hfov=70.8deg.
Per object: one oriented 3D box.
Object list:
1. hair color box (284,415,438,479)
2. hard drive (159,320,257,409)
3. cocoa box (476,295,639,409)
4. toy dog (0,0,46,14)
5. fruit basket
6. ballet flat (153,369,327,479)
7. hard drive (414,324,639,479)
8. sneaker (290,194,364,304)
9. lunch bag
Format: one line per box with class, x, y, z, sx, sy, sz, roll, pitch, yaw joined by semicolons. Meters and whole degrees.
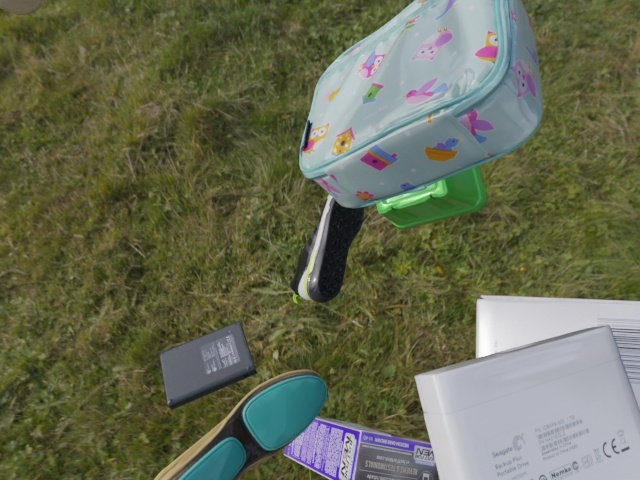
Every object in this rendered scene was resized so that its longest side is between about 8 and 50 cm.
hair color box;0.071;0.445;0.955;0.185;0.339;0.110;19;70;-21
hard drive;-0.176;0.190;0.697;0.135;0.022;0.094;-21;49;-9
cocoa box;0.350;0.265;0.624;0.231;0.228;0.347;-2;74;30
toy dog;-0.172;-0.296;0.211;0.161;0.333;0.220;9;19;27
fruit basket;0.248;-0.221;1.139;0.283;0.392;0.392;-15;58;33
ballet flat;-0.093;0.223;0.516;0.232;0.073;0.080;-29;94;-35
hard drive;0.234;0.275;0.410;0.233;0.047;0.353;-7;76;-23
sneaker;0.000;0.000;0.800;0.097;0.084;0.234;-2;61;46
lunch bag;0.097;-0.172;0.525;0.108;0.279;0.224;32;56;-37
